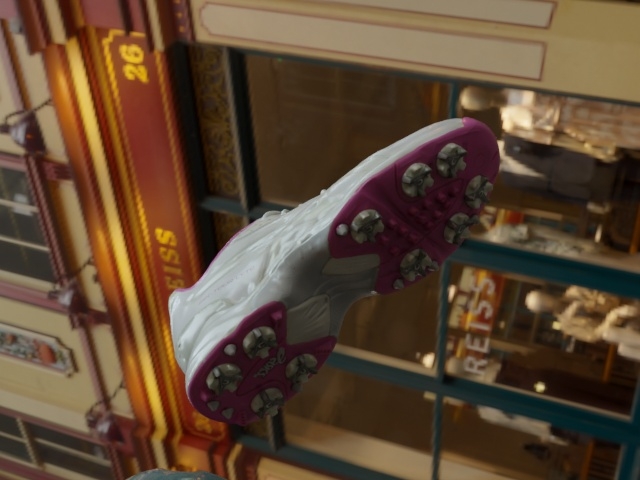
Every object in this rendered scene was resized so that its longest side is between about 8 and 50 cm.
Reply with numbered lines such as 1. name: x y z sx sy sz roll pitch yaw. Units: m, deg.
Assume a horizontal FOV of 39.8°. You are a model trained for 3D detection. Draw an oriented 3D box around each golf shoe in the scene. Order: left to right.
1. golf shoe: 0.000 0.000 0.690 0.306 0.140 0.115 -40 -50 -4

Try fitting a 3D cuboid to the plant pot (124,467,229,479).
1. plant pot: -0.175 0.387 0.765 0.334 0.341 0.341 -42 -40 -69
